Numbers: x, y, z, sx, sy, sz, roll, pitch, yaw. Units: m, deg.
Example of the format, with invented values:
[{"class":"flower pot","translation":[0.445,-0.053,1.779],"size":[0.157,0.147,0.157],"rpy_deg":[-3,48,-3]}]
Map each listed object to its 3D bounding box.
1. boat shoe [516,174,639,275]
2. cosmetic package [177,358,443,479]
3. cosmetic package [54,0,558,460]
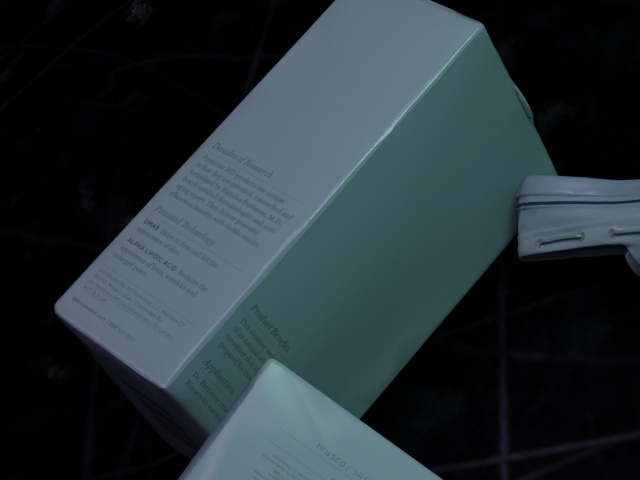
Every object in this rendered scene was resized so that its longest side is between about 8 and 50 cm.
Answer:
[{"class":"boat shoe","translation":[0.262,-0.008,1.373],"size":[0.226,0.083,0.076],"rpy_deg":[2,80,34]},{"class":"cosmetic package","translation":[0.034,0.300,1.085],"size":[0.377,0.097,0.284],"rpy_deg":[36,70,1]},{"class":"cosmetic package","translation":[0.000,0.000,1.402],"size":[0.156,0.217,0.385],"rpy_deg":[28,70,40]}]
